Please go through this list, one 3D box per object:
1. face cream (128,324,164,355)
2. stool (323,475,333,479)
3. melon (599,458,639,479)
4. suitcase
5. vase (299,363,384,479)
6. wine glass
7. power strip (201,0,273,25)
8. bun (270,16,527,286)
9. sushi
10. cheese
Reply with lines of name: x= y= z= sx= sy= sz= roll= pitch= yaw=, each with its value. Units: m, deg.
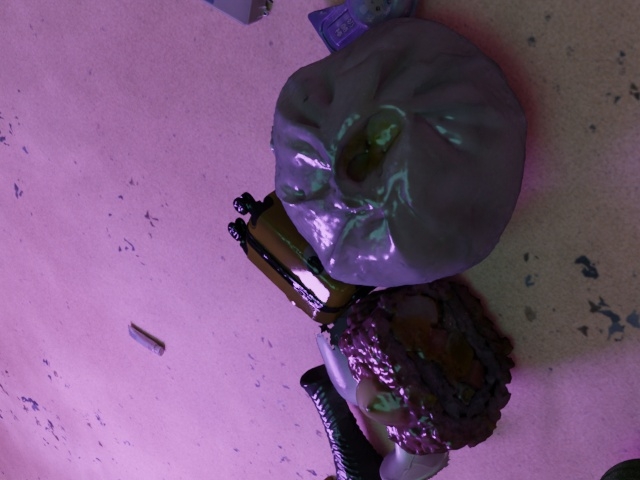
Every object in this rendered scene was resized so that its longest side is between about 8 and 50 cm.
face cream: x=-0.419 y=0.240 z=1.819 sx=0.115 sy=0.020 sz=0.038 roll=26 pitch=133 yaw=26
stool: x=0.033 y=0.581 z=1.609 sx=0.134 sy=0.110 sz=0.135 roll=42 pitch=136 yaw=7
melon: x=0.514 y=0.414 z=1.041 sx=0.288 sy=0.182 sz=0.182 roll=31 pitch=134 yaw=17
suitcase: x=0.000 y=0.000 z=1.172 sx=0.235 sy=0.194 sz=0.143 roll=43 pitch=145 yaw=14
vase: x=0.038 y=0.355 z=1.461 sx=0.115 sy=0.115 sz=0.237 roll=-12 pitch=107 yaw=44
wine glass: x=0.105 y=0.261 z=1.313 sx=0.143 sy=0.143 sz=0.321 roll=-15 pitch=105 yaw=45
power strip: x=-0.213 y=-0.443 z=1.160 sx=0.367 sy=0.043 sz=0.106 roll=33 pitch=135 yaw=18
bun: x=0.094 y=-0.097 z=0.968 sx=0.354 sy=0.194 sz=0.354 roll=3 pitch=101 yaw=17
sushi: x=0.147 y=0.190 z=1.163 sx=0.270 sy=0.236 sz=0.171 roll=54 pitch=146 yaw=-8
cheese: x=0.063 y=-0.310 z=1.021 sx=0.191 sy=0.042 sz=0.105 roll=-30 pitch=95 yaw=49
